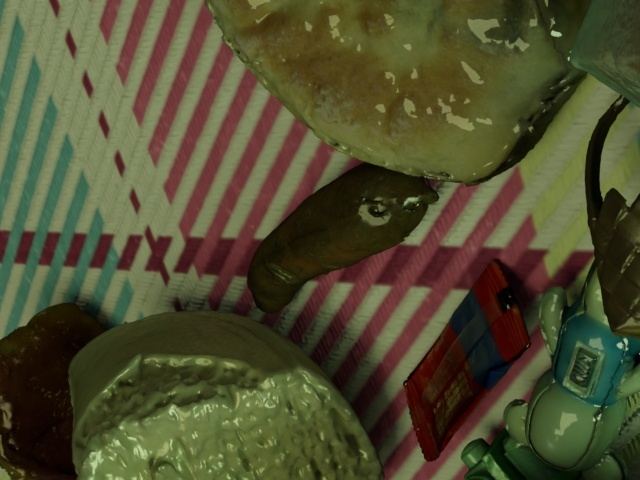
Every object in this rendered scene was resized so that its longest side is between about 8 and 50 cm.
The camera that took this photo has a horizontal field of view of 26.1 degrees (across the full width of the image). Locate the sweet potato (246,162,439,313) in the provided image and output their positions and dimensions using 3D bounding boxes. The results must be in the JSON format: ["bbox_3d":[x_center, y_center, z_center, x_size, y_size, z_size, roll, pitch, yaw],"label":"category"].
[{"bbox_3d":[0.000,0.000,1.177,0.075,0.075,0.273,51,141,-4],"label":"sweet potato"}]

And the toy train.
[{"bbox_3d":[0.226,0.257,1.177,0.251,0.085,0.119,49,125,2],"label":"toy train"}]

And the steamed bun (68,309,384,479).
[{"bbox_3d":[-0.086,0.208,1.305,0.273,0.272,0.290,-114,14,-55],"label":"steamed bun"}]

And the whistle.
[{"bbox_3d":[0.212,0.090,1.065,0.114,0.077,0.235,30,130,26],"label":"whistle"}]

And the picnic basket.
[{"bbox_3d":[0.238,-0.024,0.913,0.128,0.138,0.178,-6,83,28],"label":"picnic basket"}]

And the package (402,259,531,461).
[{"bbox_3d":[0.120,0.106,1.167,0.200,0.022,0.083,-60,42,48],"label":"package"}]

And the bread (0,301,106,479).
[{"bbox_3d":[-0.223,0.254,1.473,0.380,0.185,0.109,53,145,-7],"label":"bread"}]

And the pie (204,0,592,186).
[{"bbox_3d":[0.043,-0.181,1.000,0.337,0.075,0.337,22,137,22],"label":"pie"}]

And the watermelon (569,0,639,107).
[{"bbox_3d":[0.283,-0.120,0.697,0.387,0.258,0.228,-25,96,41],"label":"watermelon"}]
